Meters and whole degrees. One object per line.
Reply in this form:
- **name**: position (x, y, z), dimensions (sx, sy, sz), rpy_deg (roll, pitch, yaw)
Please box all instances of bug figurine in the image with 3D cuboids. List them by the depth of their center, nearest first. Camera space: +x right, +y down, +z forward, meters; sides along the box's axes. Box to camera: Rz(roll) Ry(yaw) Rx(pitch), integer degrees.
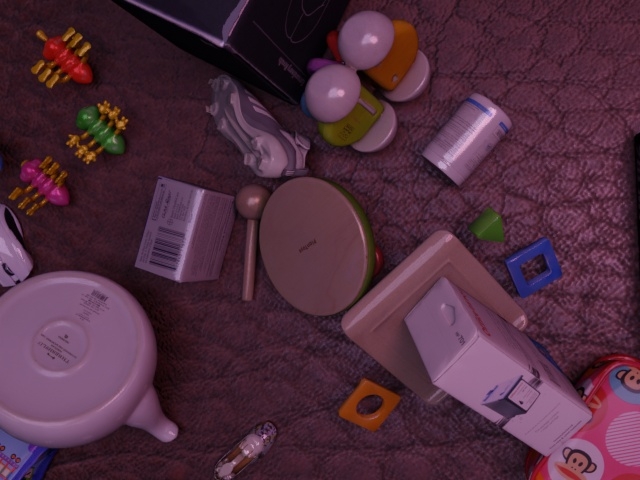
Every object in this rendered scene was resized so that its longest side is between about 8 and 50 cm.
- **bug figurine**: position (-0.412, -0.168, 1.043), dimensions (0.279, 0.072, 0.216), rpy_deg (-42, 87, 3)

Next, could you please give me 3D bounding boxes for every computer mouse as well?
- **computer mouse**: position (-0.480, 0.033, 1.068), dimensions (0.106, 0.042, 0.193), rpy_deg (-29, 83, 11)

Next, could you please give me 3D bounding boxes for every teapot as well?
- **teapot**: position (-0.350, 0.174, 0.972), dimensions (0.253, 0.187, 0.256), rpy_deg (-12, 66, -16)

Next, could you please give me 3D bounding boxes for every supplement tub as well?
- **supplement tub**: position (0.190, -0.132, 0.914), dimensions (0.071, 0.071, 0.107), rpy_deg (43, 97, 10)

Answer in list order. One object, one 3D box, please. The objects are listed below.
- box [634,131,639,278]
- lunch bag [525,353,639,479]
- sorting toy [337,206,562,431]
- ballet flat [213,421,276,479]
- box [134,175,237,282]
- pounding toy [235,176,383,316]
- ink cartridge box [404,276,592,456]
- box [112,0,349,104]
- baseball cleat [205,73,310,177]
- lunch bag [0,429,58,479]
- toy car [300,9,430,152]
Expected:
- **box**: position (0.543, 0.001, 0.837), dimensions (0.294, 0.073, 0.295), rpy_deg (-2, 89, 13)
- **lunch bag**: position (0.402, 0.307, 0.831), dimensions (0.293, 0.120, 0.258), rpy_deg (35, 95, 12)
- **sorting toy**: position (0.145, 0.100, 0.905), dimensions (0.348, 0.047, 0.196), rpy_deg (-43, 116, 7)
- **ballet flat**: position (-0.108, 0.302, 0.984), dimensions (0.114, 0.041, 0.041), rpy_deg (-43, 81, 8)
- **box**: position (-0.178, -0.014, 0.955), dimensions (0.072, 0.137, 0.126), rpy_deg (16, 92, 13)
- **pounding toy**: position (0.000, 0.000, 0.951), dimensions (0.237, 0.110, 0.182), rpy_deg (3, 102, 41)
- **ink cartridge box**: position (0.206, 0.146, 0.828), dimensions (0.191, 0.139, 0.082), rpy_deg (33, 107, -20)
- **box**: position (-0.064, -0.411, 0.861), dimensions (0.212, 0.293, 0.395), rpy_deg (28, 94, 12)
- **baseball cleat**: position (-0.083, -0.154, 0.978), dimensions (0.072, 0.110, 0.205), rpy_deg (-54, 50, 33)
- **lunch bag**: position (-0.547, 0.341, 1.043), dimensions (0.221, 0.138, 0.293), rpy_deg (32, 86, 14)
- **toy car**: position (0.043, -0.214, 0.915), dimensions (0.136, 0.159, 0.182), rpy_deg (36, 97, 35)
